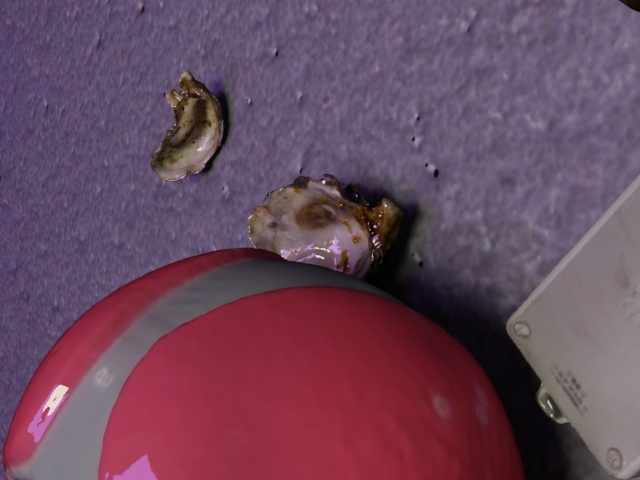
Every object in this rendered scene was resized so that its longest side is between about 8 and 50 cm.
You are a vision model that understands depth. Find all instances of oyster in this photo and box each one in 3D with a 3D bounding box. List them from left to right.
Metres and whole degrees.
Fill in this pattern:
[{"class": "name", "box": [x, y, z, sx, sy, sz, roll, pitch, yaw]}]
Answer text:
[{"class": "oyster", "box": [-0.120, -0.098, 0.761, 0.083, 0.081, 0.038, -32, 37, 11]}, {"class": "oyster", "box": [0.008, 0.003, 0.619, 0.148, 0.051, 0.103, -10, 96, 57]}]

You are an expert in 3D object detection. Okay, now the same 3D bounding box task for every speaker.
[{"class": "speaker", "box": [-0.022, 0.147, 0.493, 0.294, 0.294, 0.294, 2, 93, 50]}]

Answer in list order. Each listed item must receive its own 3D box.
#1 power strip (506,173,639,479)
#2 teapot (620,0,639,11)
[{"class": "power strip", "box": [0.215, -0.035, 0.377, 0.367, 0.043, 0.106, -56, 51, 35]}, {"class": "teapot", "box": [0.153, -0.163, 0.430, 0.068, 0.076, 0.121, -45, 28, 30]}]
